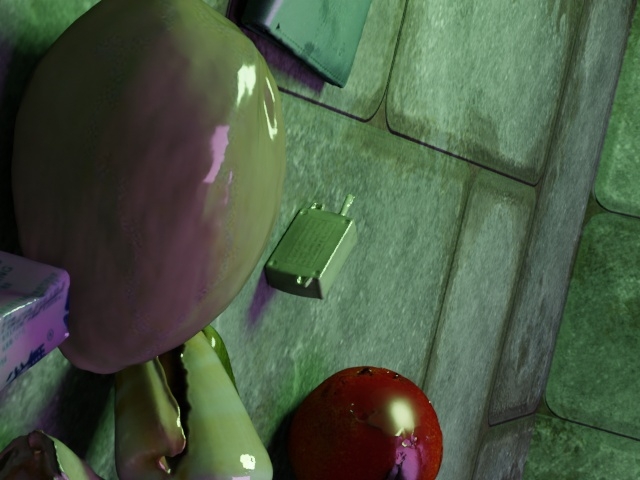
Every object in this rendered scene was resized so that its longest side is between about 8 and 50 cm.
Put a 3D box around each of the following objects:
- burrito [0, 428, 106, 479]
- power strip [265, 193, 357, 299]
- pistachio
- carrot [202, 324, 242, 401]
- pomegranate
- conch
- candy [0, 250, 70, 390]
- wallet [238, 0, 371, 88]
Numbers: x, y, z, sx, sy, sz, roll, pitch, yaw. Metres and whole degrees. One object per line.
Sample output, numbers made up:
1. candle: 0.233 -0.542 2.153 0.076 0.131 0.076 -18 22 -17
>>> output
1. burrito: -0.208 0.285 1.257 0.105 0.143 0.299 -29 146 1
2. power strip: 0.000 0.000 1.662 0.175 0.075 0.042 -58 150 -37
3. pistachio: -0.142 -0.042 1.131 0.226 0.208 0.332 2 110 -24
4. carrot: -0.112 0.199 1.525 0.359 0.074 0.074 76 35 -55
5. pomegranate: 0.052 0.274 1.804 0.210 0.210 0.235 -46 169 -52
6. conch: -0.143 0.170 1.302 0.158 0.255 0.127 17 126 -44
7. candy: -0.265 0.069 1.032 0.160 0.092 0.073 -43 147 -57
8. wallet: 0.009 -0.316 1.530 0.290 0.054 0.251 26 83 -73
